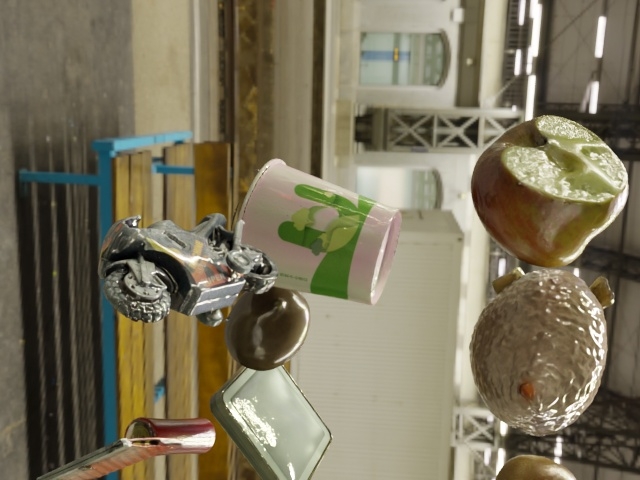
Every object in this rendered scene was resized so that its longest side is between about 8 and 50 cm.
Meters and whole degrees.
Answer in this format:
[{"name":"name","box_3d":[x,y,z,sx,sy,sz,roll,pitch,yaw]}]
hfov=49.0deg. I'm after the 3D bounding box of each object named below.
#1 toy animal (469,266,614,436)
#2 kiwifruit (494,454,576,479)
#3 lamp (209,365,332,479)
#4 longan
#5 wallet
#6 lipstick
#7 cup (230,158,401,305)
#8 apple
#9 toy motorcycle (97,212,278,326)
[{"name":"toy animal","box_3d":[0.313,0.152,1.010,0.358,0.188,0.227,-14,115,-75]},{"name":"kiwifruit","box_3d":[0.462,0.587,1.514,0.196,0.195,0.234,85,16,-55]},{"name":"lamp","box_3d":[-0.095,0.382,1.480,0.267,0.047,0.269,53,23,0]},{"name":"longan","box_3d":[-0.109,0.174,1.426,0.189,0.189,0.189,2,90,-85]},{"name":"wallet","box_3d":[-0.289,0.301,0.958,0.103,0.196,0.020,14,54,-51]},{"name":"lipstick","box_3d":[-0.303,0.402,1.439,0.241,0.080,0.080,35,56,-64]},{"name":"cup","box_3d":[0.000,0.000,1.330,0.253,0.273,0.253,17,90,-76]},{"name":"apple","box_3d":[0.277,-0.062,0.883,0.195,0.173,0.160,-42,172,-40]},{"name":"toy motorcycle","box_3d":[-0.188,0.028,0.951,0.307,0.173,0.108,-12,138,-58]}]
